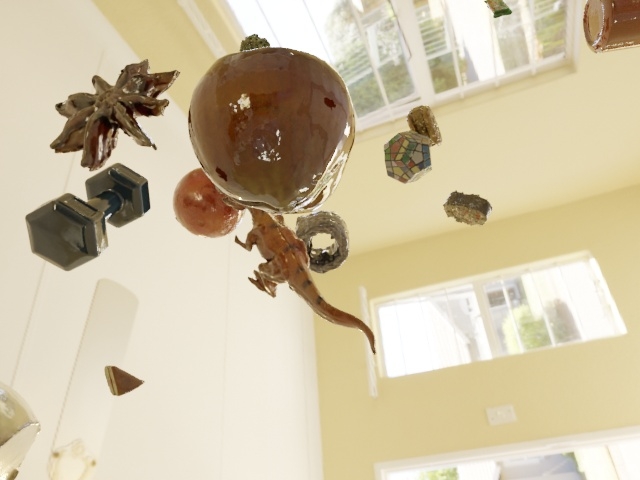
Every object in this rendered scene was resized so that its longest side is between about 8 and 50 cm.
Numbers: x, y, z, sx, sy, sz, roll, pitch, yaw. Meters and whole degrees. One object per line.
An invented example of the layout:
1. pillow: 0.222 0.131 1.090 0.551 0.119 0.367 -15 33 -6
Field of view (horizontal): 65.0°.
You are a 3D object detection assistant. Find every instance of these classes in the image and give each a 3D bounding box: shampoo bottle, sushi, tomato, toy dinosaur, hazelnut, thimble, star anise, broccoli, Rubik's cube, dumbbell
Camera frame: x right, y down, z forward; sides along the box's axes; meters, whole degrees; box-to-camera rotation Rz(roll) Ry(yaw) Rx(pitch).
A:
1. shampoo bottle: 0.458 -0.286 0.609 0.085 0.244 0.085 -5 -90 -83
2. sushi: 0.482 -0.103 1.648 0.078 0.150 0.091 -52 -34 -28
3. tomato: -0.308 -0.112 1.409 0.208 0.208 0.184 -65 -1 -67
4. toy dinosaur: -0.049 0.058 0.913 0.432 0.097 0.208 45 153 19
5. hazelnut: -0.053 -0.137 0.678 0.251 0.217 0.217 28 -131 -66
6. thimble: 0.001 0.002 1.263 0.098 0.150 0.150 -89 -22 -57
7. star anise: -0.377 -0.244 0.937 0.088 0.288 0.288 59 -158 -53
8. broccoli: -0.135 -0.407 1.103 0.092 0.097 0.095 18 -98 -51
9. Rubik's cube: 0.180 -0.171 1.029 0.093 0.111 0.111 58 -168 11
10. dumbbell: -0.499 -0.062 1.115 0.144 0.156 0.316 61 -166 -19

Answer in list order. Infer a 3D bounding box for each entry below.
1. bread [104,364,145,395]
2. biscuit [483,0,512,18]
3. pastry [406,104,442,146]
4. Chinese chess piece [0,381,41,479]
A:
1. bread: -0.488 0.352 1.231 0.109 0.043 0.062 43 -126 -40
2. biscuit: 0.427 -0.564 1.211 0.016 0.046 0.089 75 -173 -45
3. pastry: 0.232 -0.251 1.123 0.097 0.057 0.109 62 -156 -17
4. Chinese chess piece: -0.495 0.322 0.594 0.140 0.338 0.338 32 -156 -6
